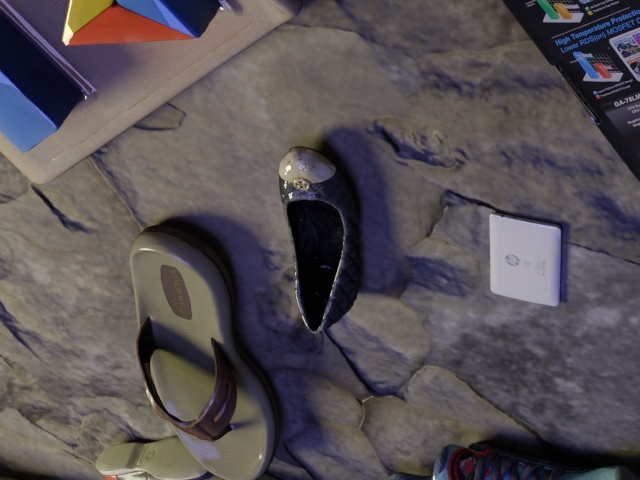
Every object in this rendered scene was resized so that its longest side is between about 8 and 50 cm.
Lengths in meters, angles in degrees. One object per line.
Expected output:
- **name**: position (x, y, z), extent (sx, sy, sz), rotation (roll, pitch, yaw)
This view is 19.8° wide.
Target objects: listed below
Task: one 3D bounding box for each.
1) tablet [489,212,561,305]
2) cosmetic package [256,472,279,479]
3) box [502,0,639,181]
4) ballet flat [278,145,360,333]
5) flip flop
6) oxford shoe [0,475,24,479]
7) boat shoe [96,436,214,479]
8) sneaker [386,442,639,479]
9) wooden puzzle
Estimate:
- **tablet**: position (0.152, 0.015, 1.358), extent (0.054, 0.006, 0.083), rotation (12, 136, 18)
- **cosmetic package**: position (-0.024, 0.262, 1.663), extent (0.115, 0.060, 0.041), rotation (24, 139, 2)
- **box**: position (0.232, -0.193, 1.054), extent (0.295, 0.073, 0.293), rotation (-20, 120, 41)
- **ballet flat**: position (0.000, 0.000, 1.391), extent (0.057, 0.049, 0.173), rotation (7, 135, 21)
- **flip flop**: position (-0.108, 0.108, 1.535), extent (0.112, 0.080, 0.277), rotation (9, 135, 20)
- **oxford shoe**: position (-0.448, 0.243, 1.817), extent (0.397, 0.140, 0.146), rotation (2, 109, 11)
- **boat shoe**: position (-0.146, 0.212, 1.686), extent (0.137, 0.049, 0.043), rotation (-7, 132, 36)
- **sneaker**: position (0.144, 0.223, 1.502), extent (0.262, 0.104, 0.125), rotation (-22, 117, 41)
- **wooden puzzle**: position (-0.232, -0.195, 1.293), extent (0.322, 0.080, 0.348), rotation (45, 136, -19)
